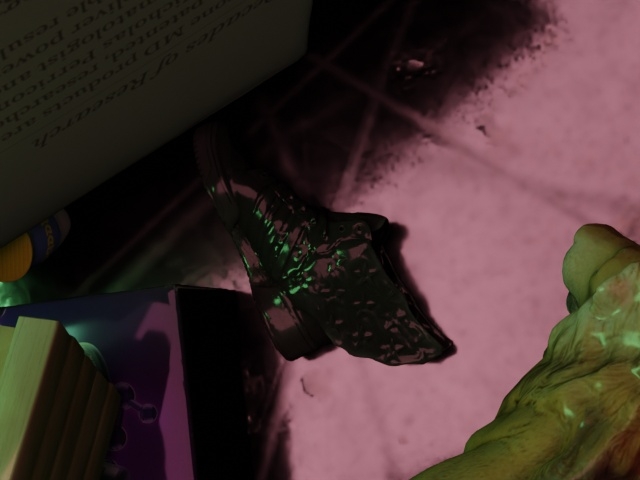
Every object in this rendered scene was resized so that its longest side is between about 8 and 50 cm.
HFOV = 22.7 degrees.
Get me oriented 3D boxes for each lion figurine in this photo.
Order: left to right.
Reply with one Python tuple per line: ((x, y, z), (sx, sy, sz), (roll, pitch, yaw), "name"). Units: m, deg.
((0.046, 0.147, 0.725), (0.392, 0.240, 0.142), (-32, 71, -33), "lion figurine")

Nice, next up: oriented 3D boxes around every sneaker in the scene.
((-0.210, -0.017, 0.935), (0.144, 0.059, 0.053), (22, 121, 25), "sneaker")
((-0.001, 0.000, 0.883), (0.089, 0.051, 0.170), (-23, 86, 11), "sneaker")

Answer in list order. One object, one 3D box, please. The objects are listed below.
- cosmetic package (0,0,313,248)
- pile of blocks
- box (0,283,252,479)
((-0.215, -0.203, 0.729), (0.327, 0.394, 0.329), (-34, 78, -13), "cosmetic package")
((-0.188, 0.212, 0.759), (0.112, 0.149, 0.362), (6, 89, 14), "pile of blocks")
((-0.134, 0.165, 0.878), (0.184, 0.103, 0.261), (-8, 84, 16), "box")
